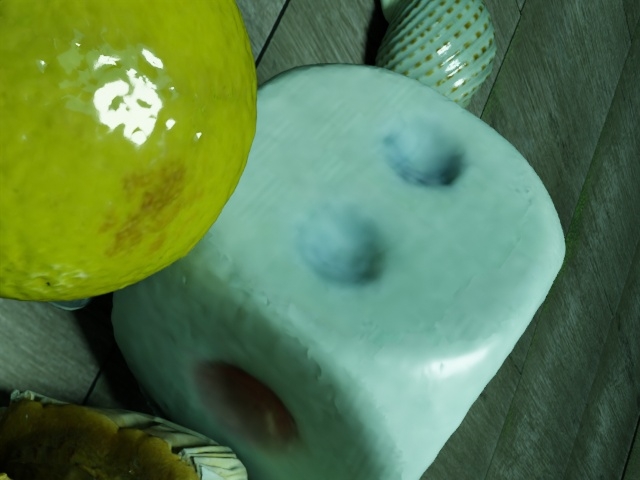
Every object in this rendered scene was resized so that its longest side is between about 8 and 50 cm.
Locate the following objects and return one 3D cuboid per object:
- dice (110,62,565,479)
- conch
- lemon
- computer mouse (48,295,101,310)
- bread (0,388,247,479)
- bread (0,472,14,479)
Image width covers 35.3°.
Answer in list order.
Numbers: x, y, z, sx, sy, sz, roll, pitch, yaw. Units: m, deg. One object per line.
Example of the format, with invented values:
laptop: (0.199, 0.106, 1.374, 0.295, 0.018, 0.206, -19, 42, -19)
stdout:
dice: (0.015, 0.043, 0.798, 0.262, 0.264, 0.268, -48, 167, -35)
conch: (0.136, -0.229, 1.144, 0.172, 0.131, 0.200, -38, 132, -47)
lemon: (-0.168, -0.088, 0.569, 0.267, 0.267, 0.267, -26, 121, -53)
computer mouse: (-0.135, -0.128, 0.776, 0.167, 0.090, 0.379, 28, 74, -59)
bread: (-0.167, 0.226, 0.726, 0.110, 0.192, 0.210, 45, 63, -70)
bread: (-0.245, 0.254, 0.637, 0.211, 0.114, 0.083, -47, 158, -2)
